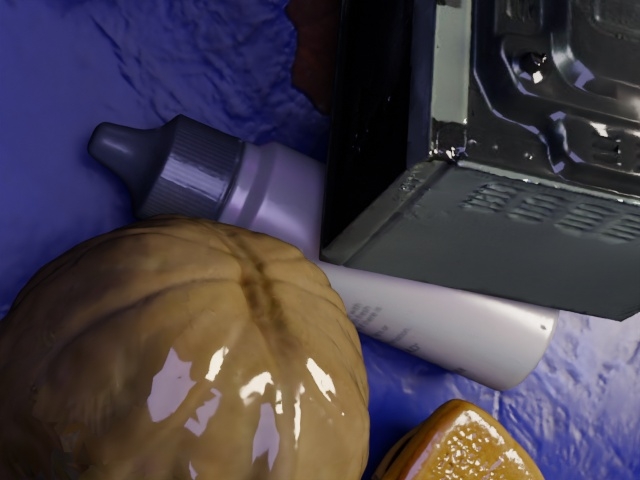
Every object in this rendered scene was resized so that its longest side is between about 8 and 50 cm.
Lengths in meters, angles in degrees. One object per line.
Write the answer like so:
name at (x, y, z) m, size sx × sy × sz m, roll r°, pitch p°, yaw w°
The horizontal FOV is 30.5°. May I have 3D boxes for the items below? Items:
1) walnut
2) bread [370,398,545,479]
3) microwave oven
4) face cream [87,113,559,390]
walnut at (-0.089, 0.108, 0.646) m, size 0.225 × 0.225 × 0.261 m, roll 18°, pitch 125°, yaw -15°
bread at (0.056, 0.202, 0.765) m, size 0.200 × 0.077 × 0.116 m, roll -46°, pitch 100°, yaw -13°
microwave oven at (0.132, -0.131, 0.688) m, size 0.238 × 0.181 × 0.295 m, roll 11°, pitch 66°, yaw -15°
face cream at (0.000, 0.000, 0.741) m, size 0.311 × 0.092 × 0.092 m, roll 23°, pitch 84°, yaw -16°
